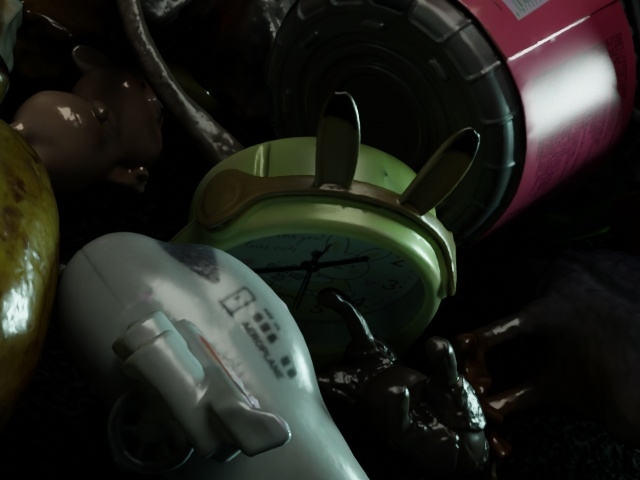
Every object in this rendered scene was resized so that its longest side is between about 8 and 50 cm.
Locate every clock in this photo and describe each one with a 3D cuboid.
[{"bbox_3d":[0.000,0.000,1.058,0.170,0.232,0.069,16,54,-21],"label":"clock"}]

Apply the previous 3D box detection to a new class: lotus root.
[{"bbox_3d":[-0.215,0.014,0.907,0.169,0.141,0.314,36,42,-24],"label":"lotus root"}]

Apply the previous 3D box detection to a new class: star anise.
[{"bbox_3d":[-0.072,-0.185,1.287,0.359,0.139,0.316,54,27,17],"label":"star anise"}]

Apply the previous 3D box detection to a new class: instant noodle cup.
[{"bbox_3d":[0.083,-0.106,1.155,0.302,0.258,0.181,2,24,38],"label":"instant noodle cup"}]

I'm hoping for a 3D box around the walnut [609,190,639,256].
[{"bbox_3d":[0.320,0.013,1.318,0.209,0.209,0.336,39,0,25],"label":"walnut"}]

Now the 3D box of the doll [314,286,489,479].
[{"bbox_3d":[0.048,0.098,1.047,0.139,0.057,0.165,23,-21,46],"label":"doll"}]

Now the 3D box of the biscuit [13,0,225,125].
[{"bbox_3d":[-0.219,-0.231,1.447,0.368,0.076,0.394,30,26,-6],"label":"biscuit"}]

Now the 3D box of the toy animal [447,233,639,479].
[{"bbox_3d":[0.170,0.076,1.149,0.185,0.122,0.298,-15,24,-6],"label":"toy animal"}]

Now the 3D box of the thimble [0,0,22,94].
[{"bbox_3d":[-0.312,-0.162,1.050,0.288,0.254,0.167,25,26,-19],"label":"thimble"}]

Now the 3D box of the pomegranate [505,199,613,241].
[{"bbox_3d":[0.211,-0.078,1.446,0.263,0.211,0.211,54,17,-24],"label":"pomegranate"}]

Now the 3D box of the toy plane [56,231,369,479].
[{"bbox_3d":[-0.039,0.096,0.945,0.252,0.118,0.252,47,-3,3],"label":"toy plane"}]

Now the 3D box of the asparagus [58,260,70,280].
[{"bbox_3d":[-0.189,0.020,1.093,0.127,0.015,0.018,-3,37,-44],"label":"asparagus"}]

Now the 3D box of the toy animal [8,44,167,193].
[{"bbox_3d":[-0.159,-0.078,1.225,0.089,0.083,0.150,22,25,22],"label":"toy animal"}]
